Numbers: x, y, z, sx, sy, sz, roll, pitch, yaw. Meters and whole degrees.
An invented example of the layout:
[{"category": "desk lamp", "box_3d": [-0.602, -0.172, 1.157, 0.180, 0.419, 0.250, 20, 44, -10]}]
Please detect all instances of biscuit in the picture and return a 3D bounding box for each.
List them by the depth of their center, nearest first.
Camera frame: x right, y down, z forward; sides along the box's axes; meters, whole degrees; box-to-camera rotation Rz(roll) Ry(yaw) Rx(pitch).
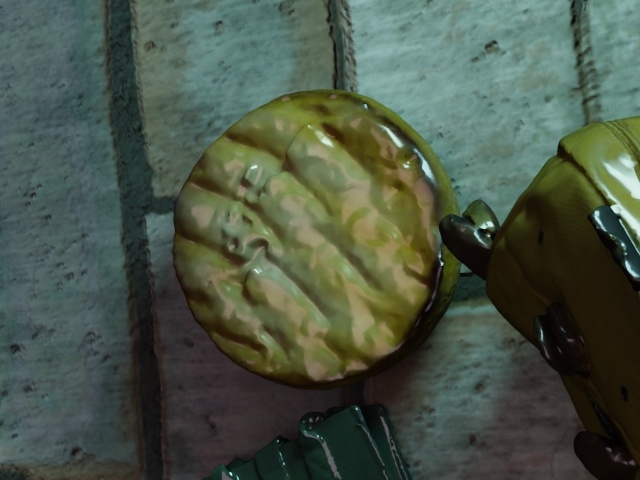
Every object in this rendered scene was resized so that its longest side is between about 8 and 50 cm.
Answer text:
[{"category": "biscuit", "box_3d": [0.000, 0.000, 1.535, 0.296, 0.102, 0.296, -1, 88, 22]}]

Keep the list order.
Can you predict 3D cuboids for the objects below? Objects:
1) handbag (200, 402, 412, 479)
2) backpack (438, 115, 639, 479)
[{"category": "handbag", "box_3d": [-0.007, 0.314, 1.548, 0.247, 0.079, 0.260, -28, 78, 22]}, {"category": "backpack", "box_3d": [0.263, 0.059, 1.272, 0.201, 0.378, 0.353, -25, 63, -9]}]
